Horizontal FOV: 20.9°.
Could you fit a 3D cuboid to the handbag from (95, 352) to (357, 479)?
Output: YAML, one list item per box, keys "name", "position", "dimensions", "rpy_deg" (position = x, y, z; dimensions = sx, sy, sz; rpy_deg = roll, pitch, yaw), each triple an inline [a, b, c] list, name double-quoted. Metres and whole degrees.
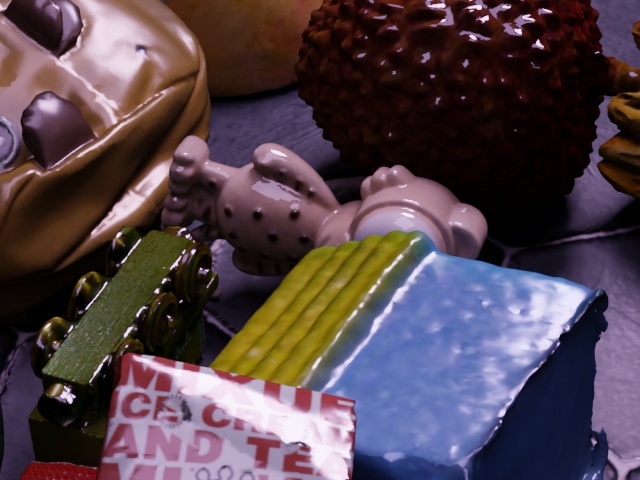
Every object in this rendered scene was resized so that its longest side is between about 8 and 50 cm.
- name: "handbag"
  position: [-0.076, 0.223, 1.064]
  dimensions: [0.171, 0.151, 0.298]
  rpy_deg: [7, 81, -5]

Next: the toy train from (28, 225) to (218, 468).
- name: "toy train"
  position: [-0.152, 0.089, 1.373]
  dimensions: [0.090, 0.137, 0.225]
  rpy_deg: [14, 41, 19]

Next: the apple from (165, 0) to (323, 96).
- name: "apple"
  position: [-0.080, -0.306, 1.755]
  dimensions: [0.252, 0.314, 0.309]
  rpy_deg: [-28, 23, 35]

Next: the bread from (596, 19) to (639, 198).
- name: "bread"
  position: [0.445, -0.146, 1.525]
  dimensions: [0.370, 0.192, 0.314]
  rpy_deg: [-23, 18, -24]

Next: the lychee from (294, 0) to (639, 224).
- name: "lychee"
  position: [0.129, -0.152, 1.527]
  dimensions: [0.304, 0.276, 0.276]
  rpy_deg: [1, 43, 10]

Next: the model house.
- name: "model house"
  position: [0.041, 0.134, 1.280]
  dimensions: [0.303, 0.216, 0.237]
  rpy_deg: [20, 48, 24]

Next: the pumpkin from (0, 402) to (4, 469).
- name: "pumpkin"
  position: [-0.380, 0.146, 1.211]
  dimensions: [0.323, 0.241, 0.323]
  rpy_deg: [-8, 28, 4]

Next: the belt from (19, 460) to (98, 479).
- name: "belt"
  position: [-0.180, 0.247, 1.211]
  dimensions: [0.124, 0.128, 0.201]
  rpy_deg: [5, 45, 3]

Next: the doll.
- name: "doll"
  position: [0.000, -0.002, 1.456]
  dimensions: [0.278, 0.154, 0.119]
  rpy_deg: [12, 31, 13]

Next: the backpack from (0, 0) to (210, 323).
- name: "backpack"
  position: [-0.278, -0.126, 1.514]
  dimensions: [0.353, 0.201, 0.378]
  rpy_deg: [37, 53, 7]
